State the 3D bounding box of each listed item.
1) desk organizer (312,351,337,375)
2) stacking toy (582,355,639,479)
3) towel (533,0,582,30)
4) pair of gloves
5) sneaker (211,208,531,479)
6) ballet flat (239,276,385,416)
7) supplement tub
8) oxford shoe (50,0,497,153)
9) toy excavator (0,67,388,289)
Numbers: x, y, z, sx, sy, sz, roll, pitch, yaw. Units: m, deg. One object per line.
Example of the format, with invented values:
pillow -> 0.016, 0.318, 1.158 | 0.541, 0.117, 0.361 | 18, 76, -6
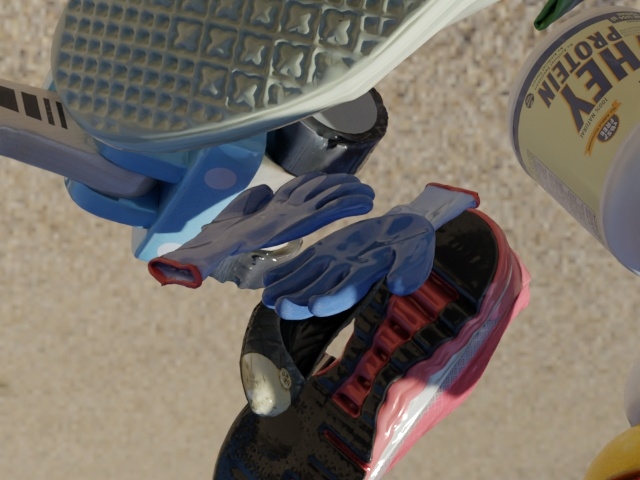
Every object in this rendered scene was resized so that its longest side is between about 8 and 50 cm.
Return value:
desk organizer -> -0.015, 0.157, 1.240 | 0.047, 0.130, 0.050 | 44, 166, -10
stacking toy -> 0.356, 0.297, 1.485 | 0.351, 0.479, 0.350 | 4, 139, 3
towel -> 0.246, -0.237, 1.225 | 0.152, 0.023, 0.113 | -37, 164, -36
pair of gloves -> 0.000, 0.000, 0.895 | 0.159, 0.023, 0.198 | -32, -150, -34
sneaker -> 0.051, 0.124, 1.098 | 0.314, 0.116, 0.136 | -50, 146, 8
ballet flat -> -0.007, 0.051, 0.928 | 0.049, 0.173, 0.057 | -9, 116, 27
supplement tub -> 0.372, -0.096, 1.613 | 0.235, 0.235, 0.325 | 11, -156, -29
oxford shoe -> 0.043, -0.181, 0.876 | 0.449, 0.169, 0.130 | -30, 169, 13
toy excavator -> -0.186, -0.098, 1.247 | 0.445, 0.432, 0.222 | 16, 138, -20
